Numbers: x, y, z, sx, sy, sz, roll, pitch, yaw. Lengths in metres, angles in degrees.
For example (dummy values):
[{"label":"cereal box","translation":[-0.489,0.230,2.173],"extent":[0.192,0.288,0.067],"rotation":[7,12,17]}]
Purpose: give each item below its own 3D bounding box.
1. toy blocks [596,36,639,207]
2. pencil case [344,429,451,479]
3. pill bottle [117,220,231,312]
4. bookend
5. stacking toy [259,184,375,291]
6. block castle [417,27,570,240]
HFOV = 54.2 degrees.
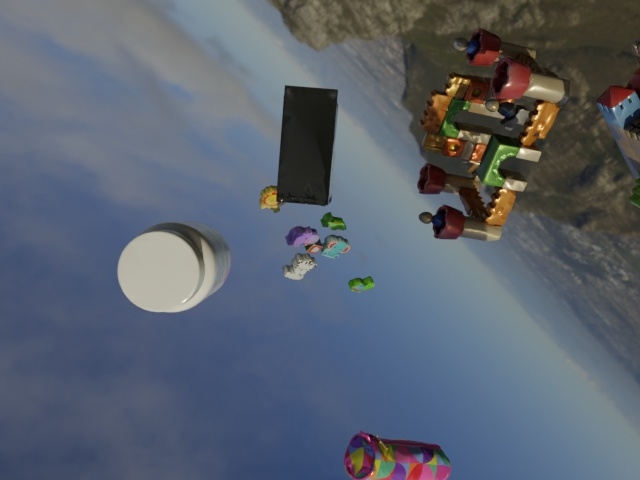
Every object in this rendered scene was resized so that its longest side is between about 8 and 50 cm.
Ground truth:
[{"label":"toy blocks","translation":[0.640,-0.272,1.071],"extent":[0.261,0.381,0.190],"rotation":[47,-172,-28]},{"label":"pencil case","translation":[0.162,0.460,1.305],"extent":[0.237,0.104,0.104],"rotation":[20,-156,-34]},{"label":"pill bottle","translation":[-0.261,0.044,1.149],"extent":[0.160,0.160,0.283],"rotation":[47,-179,-2]},{"label":"bookend","translation":[-0.014,-0.133,0.906],"extent":[0.073,0.157,0.156],"rotation":[5,-172,3]},{"label":"stacking toy","translation":[0.000,0.000,1.107],"extent":[0.221,0.052,0.166],"rotation":[17,-139,-43]},{"label":"block castle","translation":[0.369,-0.249,1.503],"extent":[0.213,0.452,0.303],"rotation":[9,-146,-10]}]
